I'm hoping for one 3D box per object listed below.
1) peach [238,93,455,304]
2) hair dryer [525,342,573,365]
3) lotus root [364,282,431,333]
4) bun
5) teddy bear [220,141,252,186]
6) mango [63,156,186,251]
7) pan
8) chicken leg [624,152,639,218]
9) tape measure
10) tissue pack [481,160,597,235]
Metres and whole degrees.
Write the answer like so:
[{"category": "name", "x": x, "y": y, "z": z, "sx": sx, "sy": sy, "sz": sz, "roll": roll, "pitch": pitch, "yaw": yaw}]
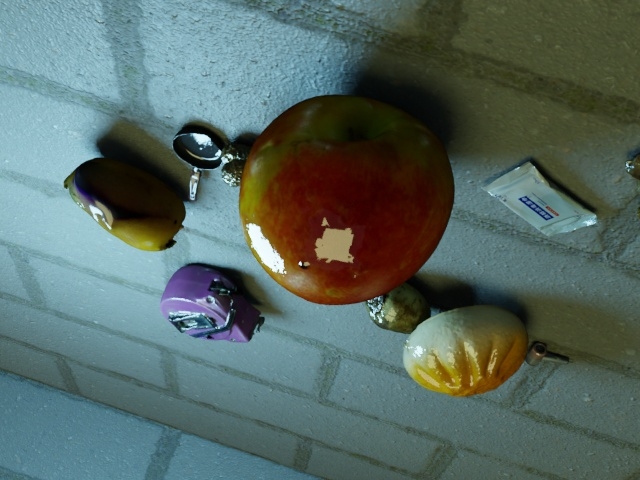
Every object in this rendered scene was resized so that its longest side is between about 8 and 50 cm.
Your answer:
[{"category": "peach", "x": 0.040, "y": -0.060, "z": 1.386, "sx": 0.389, "sy": 0.388, "sz": 0.388, "roll": 14, "pitch": 147, "yaw": 9}, {"category": "hair dryer", "x": 0.567, "y": 0.287, "z": 1.931, "sx": 0.115, "sy": 0.037, "sz": 0.063, "roll": 12, "pitch": 146, "yaw": -1}, {"category": "lotus root", "x": 0.191, "y": 0.163, "z": 1.867, "sx": 0.139, "sy": 0.138, "sz": 0.214, "roll": -11, "pitch": 149, "yaw": 39}, {"category": "bun", "x": 0.340, "y": 0.280, "z": 1.829, "sx": 0.299, "sy": 0.164, "sz": 0.298, "roll": -8, "pitch": 147, "yaw": -5}, {"category": "teddy bear", "x": -0.084, "y": -0.115, "z": 1.604, "sx": 0.251, "sy": 0.182, "sz": 0.129, "roll": 40, "pitch": 111, "yaw": -19}, {"category": "mango", "x": -0.437, "y": -0.083, "z": 1.787, "sx": 0.287, "sy": 0.201, "sz": 0.153, "roll": 28, "pitch": 128, "yaw": -32}, {"category": "pan", "x": -0.264, "y": -0.165, "z": 1.701, "sx": 0.115, "sy": 0.040, "sz": 0.212, "roll": 18, "pitch": 140, "yaw": 2}, {"category": "chicken leg", "x": 0.583, "y": -0.079, "z": 1.364, "sx": 0.085, "sy": 0.069, "sz": 0.198, "roll": 15, "pitch": 149, "yaw": 55}, {"category": "tape measure", "x": -0.306, "y": 0.178, "z": 2.126, "sx": 0.245, "sy": 0.149, "sz": 0.231, "roll": -4, "pitch": 141, "yaw": 32}, {"category": "tissue pack", "x": 0.416, "y": -0.072, "z": 1.487, "sx": 0.193, "sy": 0.026, "sz": 0.123, "roll": 34, "pitch": 145, "yaw": -19}]
